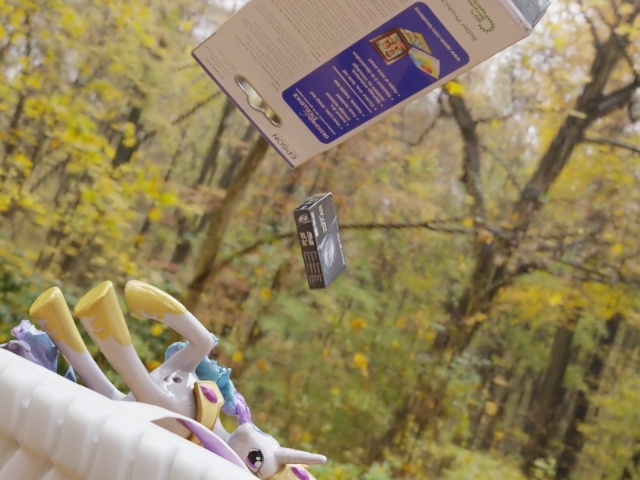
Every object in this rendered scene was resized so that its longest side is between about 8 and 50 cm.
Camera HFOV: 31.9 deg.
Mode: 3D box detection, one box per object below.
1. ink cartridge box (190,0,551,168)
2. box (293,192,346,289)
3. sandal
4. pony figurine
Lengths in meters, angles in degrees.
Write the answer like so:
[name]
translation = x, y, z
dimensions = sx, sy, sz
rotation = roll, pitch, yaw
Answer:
[ink cartridge box]
translation = 0.033, -0.207, 1.104
dimensions = 0.176, 0.069, 0.371
rotation = 48, -40, -14
[box]
translation = 0.000, 0.000, 1.121
dimensions = 0.018, 0.083, 0.067
rotation = -6, 13, 22
[sandal]
translation = -0.095, 0.177, 0.670
dimensions = 0.416, 0.169, 0.102
rotation = 33, 15, 24
[pony figurine]
translation = -0.217, 0.222, 1.285
dimensions = 0.351, 0.303, 0.363
rotation = -30, -65, 26
